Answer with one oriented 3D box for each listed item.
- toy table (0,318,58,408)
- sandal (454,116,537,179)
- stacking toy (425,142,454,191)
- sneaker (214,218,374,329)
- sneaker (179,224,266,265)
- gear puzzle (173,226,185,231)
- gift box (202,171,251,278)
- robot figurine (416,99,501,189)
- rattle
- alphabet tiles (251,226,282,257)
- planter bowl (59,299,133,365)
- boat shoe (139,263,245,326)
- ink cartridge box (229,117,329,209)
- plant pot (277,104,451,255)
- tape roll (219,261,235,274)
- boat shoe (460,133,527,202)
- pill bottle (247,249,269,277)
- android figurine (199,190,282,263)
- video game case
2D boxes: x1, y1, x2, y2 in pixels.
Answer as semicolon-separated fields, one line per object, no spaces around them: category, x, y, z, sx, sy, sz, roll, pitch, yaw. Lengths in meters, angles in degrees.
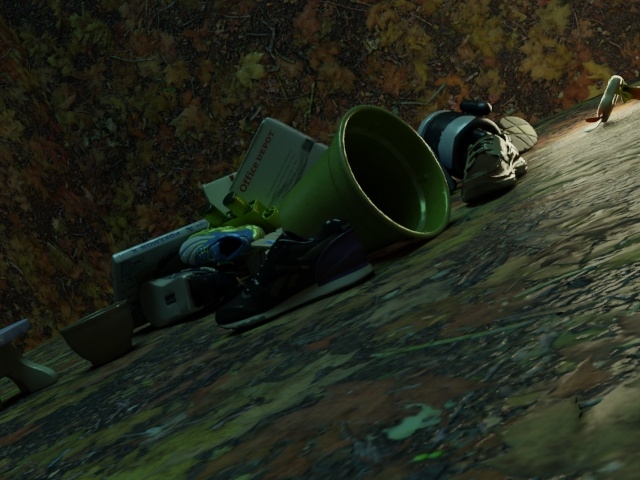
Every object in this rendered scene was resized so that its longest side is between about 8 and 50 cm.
toy table;-0.750;0.301;1.785;0.252;0.160;0.274;-22;6;23
sandal;0.498;-0.272;2.255;0.303;0.120;0.086;-25;-9;-11
stacking toy;0.180;-0.109;1.964;0.302;0.165;0.175;-43;14;-27
sneaker;-0.061;0.051;1.280;0.283;0.124;0.107;-24;4;12
sneaker;-0.256;0.013;1.834;0.240;0.091;0.126;-16;2;21
gear puzzle;-0.402;0.075;2.105;0.176;0.044;0.338;-26;-30;-25
gift box;-0.166;-0.044;2.184;0.255;0.258;0.276;-24;-20;-5
robot figurine;0.380;-0.259;2.068;0.209;0.173;0.278;-33;29;-15
rattle;0.785;-0.337;1.993;0.199;0.143;0.130;-50;-11;-45
alphabet tiles;0.000;0.000;1.713;0.278;0.021;0.284;2;16;26
planter bowl;-0.491;0.216;1.732;0.162;0.109;0.162;-25;4;2
boat shoe;-0.318;0.133;1.888;0.158;0.127;0.341;-14;1;-35
ink cartridge box;-0.045;-0.149;1.968;0.223;0.308;0.129;-62;-4;11
plant pot;0.061;-0.073;1.453;0.254;0.276;0.276;-35;-3;40
tape roll;-0.188;0.027;2.580;0.321;0.077;0.321;-24;5;2
boat shoe;0.356;-0.163;1.643;0.123;0.116;0.324;-22;5;25
pill bottle;-0.101;0.042;1.862;0.152;0.086;0.086;-21;5;32
android figurine;-0.169;-0.012;1.927;0.248;0.273;0.056;-20;41;34
video game case;-0.407;0.095;2.036;0.300;0.036;0.329;-24;-31;-29
